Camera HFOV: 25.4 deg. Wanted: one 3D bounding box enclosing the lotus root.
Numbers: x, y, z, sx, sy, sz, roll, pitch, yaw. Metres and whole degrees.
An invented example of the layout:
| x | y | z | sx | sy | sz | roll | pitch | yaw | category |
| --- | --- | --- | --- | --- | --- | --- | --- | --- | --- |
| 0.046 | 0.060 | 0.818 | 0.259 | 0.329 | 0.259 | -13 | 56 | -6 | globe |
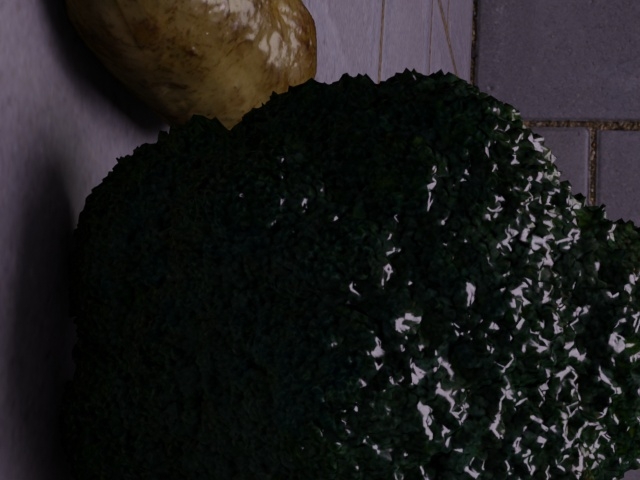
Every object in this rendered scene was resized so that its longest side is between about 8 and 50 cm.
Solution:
| x | y | z | sx | sy | sz | roll | pitch | yaw | category |
| --- | --- | --- | --- | --- | --- | --- | --- | --- | --- |
| -0.060 | -0.110 | 0.733 | 0.258 | 0.097 | 0.110 | 33 | 61 | -73 | lotus root |

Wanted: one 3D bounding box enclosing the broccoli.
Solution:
| x | y | z | sx | sy | sz | roll | pitch | yaw | category |
| --- | --- | --- | --- | --- | --- | --- | --- | --- | --- |
| 0.015 | 0.056 | 0.693 | 0.297 | 0.297 | 0.298 | -71 | 161 | -83 | broccoli |
